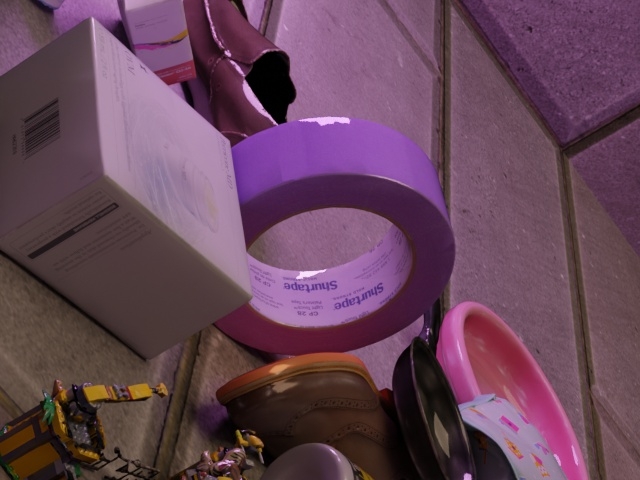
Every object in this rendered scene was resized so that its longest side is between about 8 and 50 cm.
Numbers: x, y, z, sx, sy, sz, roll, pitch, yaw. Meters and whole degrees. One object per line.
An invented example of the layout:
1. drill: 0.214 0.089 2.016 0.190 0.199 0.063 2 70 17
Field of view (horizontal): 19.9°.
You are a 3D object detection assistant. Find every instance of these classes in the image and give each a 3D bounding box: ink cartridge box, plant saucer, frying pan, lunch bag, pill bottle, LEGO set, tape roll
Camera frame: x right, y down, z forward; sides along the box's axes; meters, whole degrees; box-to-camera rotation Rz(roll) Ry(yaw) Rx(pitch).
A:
1. ink cartridge box: -0.192 -0.271 2.027 0.198 0.067 0.115 84 -12 -62
2. plant saucer: 0.244 0.243 2.443 0.332 0.084 0.332 48 22 -27
3. frying pan: 0.111 0.144 1.993 0.197 0.053 0.326 46 27 -61
4. lunch bag: 0.211 0.313 2.157 0.223 0.160 0.262 -2 69 -67
5. pill bottle: 0.034 0.297 1.806 0.208 0.119 0.119 42 26 -40
6. LEGO set: -0.089 0.225 1.497 0.331 0.192 0.255 38 29 -46
7. tape roll: 0.000 0.000 1.915 0.275 0.274 0.090 41 26 -41

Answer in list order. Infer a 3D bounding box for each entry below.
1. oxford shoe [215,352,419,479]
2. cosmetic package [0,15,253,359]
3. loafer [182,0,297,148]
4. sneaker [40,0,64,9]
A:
1. oxford shoe: 0.017 0.209 1.883 0.363 0.130 0.133 29 40 -56
2. cosmetic package: -0.190 -0.048 1.735 0.224 0.138 0.224 43 25 -41
3. loafer: -0.084 -0.192 2.202 0.134 0.130 0.366 37 29 -47
4. sneaker: -0.299 -0.366 1.991 0.087 0.092 0.229 18 44 -59
